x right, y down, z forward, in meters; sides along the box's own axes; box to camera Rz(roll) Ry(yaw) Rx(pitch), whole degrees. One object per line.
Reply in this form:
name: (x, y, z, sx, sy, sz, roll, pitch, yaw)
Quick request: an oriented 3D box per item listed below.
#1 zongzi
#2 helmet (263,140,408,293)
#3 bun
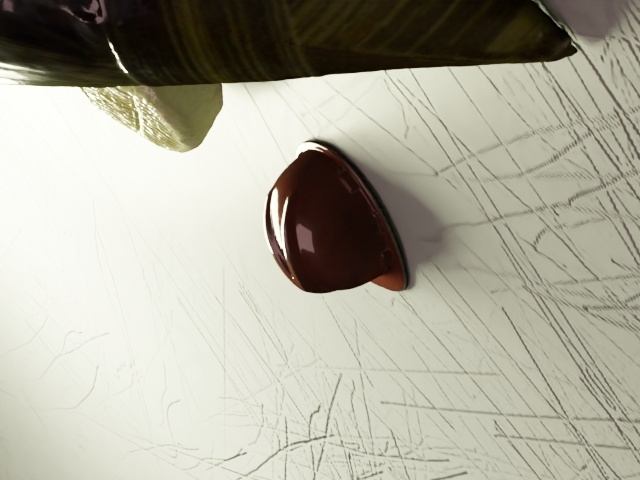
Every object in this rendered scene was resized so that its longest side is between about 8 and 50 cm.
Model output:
zongzi: (-0.103, -0.148, 0.987, 0.432, 0.208, 0.403, 23, 170, -4)
helmet: (0.000, 0.000, 1.111, 0.089, 0.057, 0.111, 6, 128, 58)
bun: (-0.106, -0.108, 1.147, 0.115, 0.069, 0.115, 33, 168, 8)
